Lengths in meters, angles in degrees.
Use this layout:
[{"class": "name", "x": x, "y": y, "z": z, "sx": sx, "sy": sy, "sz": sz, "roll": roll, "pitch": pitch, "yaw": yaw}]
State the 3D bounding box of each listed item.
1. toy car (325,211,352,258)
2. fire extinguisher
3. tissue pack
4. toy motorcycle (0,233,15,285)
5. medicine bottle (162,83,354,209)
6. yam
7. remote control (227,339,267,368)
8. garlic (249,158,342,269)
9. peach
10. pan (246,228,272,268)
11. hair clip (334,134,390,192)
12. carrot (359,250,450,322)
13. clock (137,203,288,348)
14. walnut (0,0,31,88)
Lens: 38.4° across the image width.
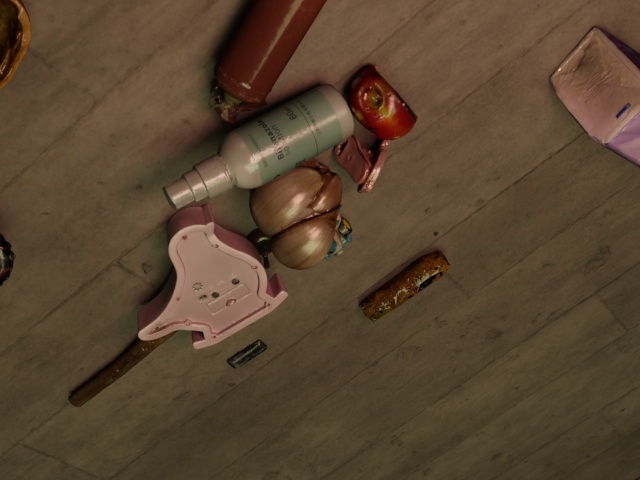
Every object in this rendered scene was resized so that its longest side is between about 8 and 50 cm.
[{"class": "toy car", "x": 0.000, "y": 0.000, "z": 1.864, "sx": 0.126, "sy": 0.098, "sz": 0.161, "roll": -35, "pitch": 131, "yaw": 15}, {"class": "fire extinguisher", "x": -0.088, "y": -0.321, "z": 1.550, "sx": 0.147, "sy": 0.106, "sz": 0.337, "roll": -5, "pitch": 138, "yaw": -51}, {"class": "tissue pack", "x": 0.642, "y": -0.238, "z": 1.788, "sx": 0.338, "sy": 0.242, "sz": 0.160, "roll": 22, "pitch": 122, "yaw": -33}, {"class": "toy motorcycle", "x": -0.736, "y": -0.012, "z": 1.553, "sx": 0.415, "sy": 0.172, "sz": 0.232, "roll": 1, "pitch": 124, "yaw": -10}, {"class": "medicine bottle", "x": -0.112, "y": -0.154, "z": 1.616, "sx": 0.351, "sy": 0.110, "sz": 0.110, "roll": -30, "pitch": 136, "yaw": -15}, {"class": "yam", "x": -0.420, "y": 0.260, "z": 1.982, "sx": 0.326, "sy": 0.045, "sz": 0.045, "roll": -38, "pitch": 110, "yaw": 16}, {"class": "remote control", "x": -0.167, "y": 0.262, "z": 2.098, "sx": 0.096, "sy": 0.014, "sz": 0.039, "roll": -34, "pitch": 133, "yaw": 10}, {"class": "garlic", "x": -0.057, "y": -0.066, "z": 1.710, "sx": 0.160, "sy": 0.214, "sz": 0.191, "roll": 26, "pitch": 129, "yaw": -25}, {"class": "peach", "x": 0.111, "y": -0.242, "z": 1.693, "sx": 0.092, "sy": 0.127, "sz": 0.172, "roll": -40, "pitch": 157, "yaw": 6}, {"class": "pan", "x": -0.115, "y": 0.023, "z": 1.893, "sx": 0.068, "sy": 0.023, "sz": 0.115, "roll": -16, "pitch": 134, "yaw": -6}, {"class": "hair clip", "x": 0.099, "y": -0.143, "z": 1.747, "sx": 0.102, "sy": 0.138, "sz": 0.123, "roll": 8, "pitch": 120, "yaw": -33}, {"class": "carrot", "x": 0.187, "y": 0.105, "z": 2.053, "sx": 0.228, "sy": 0.069, "sz": 0.069, "roll": -36, "pitch": 133, "yaw": 15}, {"class": "clock", "x": -0.256, "y": 0.088, "z": 1.832, "sx": 0.290, "sy": 0.080, "sz": 0.275, "roll": -34, "pitch": 124, "yaw": 7}, {"class": "walnut", "x": -0.534, "y": -0.317, "z": 1.386, "sx": 0.167, "sy": 0.087, "sz": 0.211, "roll": 10, "pitch": 128, "yaw": -36}]
